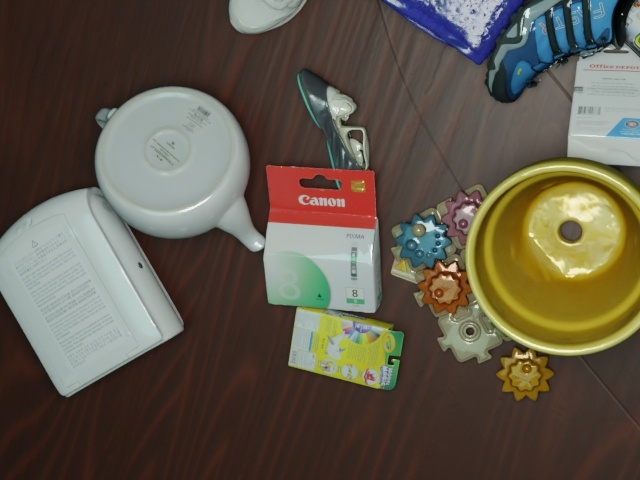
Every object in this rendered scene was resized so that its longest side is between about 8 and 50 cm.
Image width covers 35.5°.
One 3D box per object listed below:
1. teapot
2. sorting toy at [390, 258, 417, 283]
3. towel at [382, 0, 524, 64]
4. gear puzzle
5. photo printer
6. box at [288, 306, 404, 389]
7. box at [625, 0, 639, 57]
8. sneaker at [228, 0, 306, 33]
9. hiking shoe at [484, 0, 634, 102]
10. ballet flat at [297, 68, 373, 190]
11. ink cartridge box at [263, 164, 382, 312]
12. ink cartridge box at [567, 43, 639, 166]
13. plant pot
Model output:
[{"bbox_3d":[-0.227,-0.108,1.574,0.252,0.187,0.256,-7,72,0],"label":"teapot"},{"bbox_3d":[0.156,0.038,1.561,0.083,0.012,0.062,20,106,13],"label":"sorting toy"},{"bbox_3d":[0.217,-0.430,1.387,0.227,0.076,0.308,35,109,2],"label":"towel"},{"bbox_3d":[0.243,0.098,1.519,0.175,0.044,0.339,-27,92,14],"label":"gear puzzle"},{"bbox_3d":[-0.408,0.079,1.699,0.256,0.107,0.307,-31,89,20],"label":"photo printer"},{"bbox_3d":[0.044,0.170,1.608,0.179,0.043,0.105,13,104,17],"label":"box"},{"bbox_3d":[0.476,-0.278,1.336,0.114,0.036,0.207,-44,59,18],"label":"box"},{"bbox_3d":[-0.043,-0.419,1.458,0.305,0.152,0.114,-41,88,28],"label":"sneaker"},{"bbox_3d":[0.338,-0.285,1.352,0.132,0.113,0.304,47,130,14],"label":"hiking shoe"},{"bbox_3d":[0.032,-0.175,1.531,0.074,0.074,0.203,-17,101,20],"label":"ballet flat"},{"bbox_3d":[0.000,0.000,1.554,0.181,0.056,0.225,4,119,17],"label":"ink cartridge box"},{"bbox_3d":[0.403,-0.191,1.383,0.104,0.180,0.060,5,145,17],"label":"ink cartridge box"},{"bbox_3d":[0.341,0.005,1.375,0.254,0.239,0.254,3,101,17],"label":"plant pot"}]
